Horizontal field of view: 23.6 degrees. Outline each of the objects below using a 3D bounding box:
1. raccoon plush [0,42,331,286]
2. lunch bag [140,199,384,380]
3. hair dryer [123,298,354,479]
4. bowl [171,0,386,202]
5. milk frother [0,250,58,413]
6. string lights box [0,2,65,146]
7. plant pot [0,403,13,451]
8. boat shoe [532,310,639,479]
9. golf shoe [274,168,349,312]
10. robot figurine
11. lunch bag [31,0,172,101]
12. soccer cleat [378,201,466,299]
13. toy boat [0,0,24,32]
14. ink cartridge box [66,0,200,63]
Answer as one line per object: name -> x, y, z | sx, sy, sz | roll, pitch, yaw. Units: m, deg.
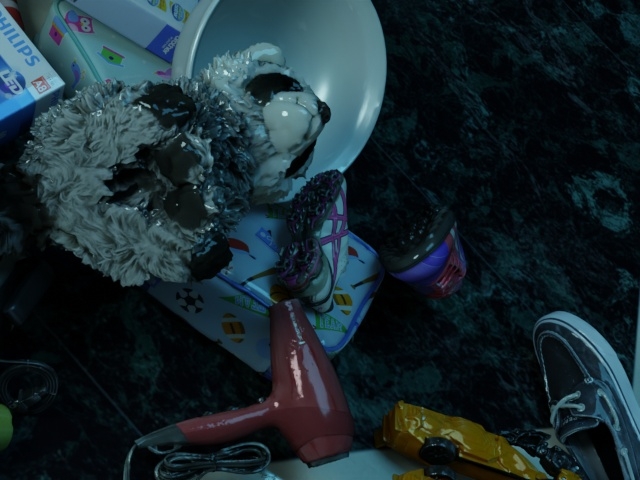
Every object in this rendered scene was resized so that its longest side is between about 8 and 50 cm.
raccoon plush -> -0.211, -0.113, 1.659 | 0.446, 0.216, 0.299 | 8, 25, 17
lunch bag -> -0.072, 0.028, 1.876 | 0.303, 0.115, 0.243 | 37, 39, -5
hair dryer -> -0.068, 0.197, 1.690 | 0.223, 0.080, 0.293 | 29, 66, -16
bowl -> -0.073, -0.203, 1.854 | 0.298, 0.298, 0.134 | -4, 15, -39
milk frother -> -0.334, 0.096, 1.650 | 0.135, 0.129, 0.143 | -65, 146, -47
string lights box -> -0.433, -0.147, 1.721 | 0.260, 0.077, 0.133 | -35, 79, -26
plant pot -> -0.360, 0.191, 1.560 | 0.079, 0.083, 0.083 | 10, 49, -47
boat shoe -> 0.353, 0.234, 2.028 | 0.102, 0.108, 0.301 | -10, 70, -43
golf shoe -> 0.000, 0.000, 1.814 | 0.086, 0.067, 0.186 | 48, 44, -38
robot figurine -> 0.205, 0.308, 1.863 | 0.291, 0.085, 0.211 | 23, 45, -18
lunch bag -> -0.220, -0.228, 1.982 | 0.279, 0.108, 0.224 | -12, 58, -44
soccer cleat -> 0.144, 0.026, 1.953 | 0.116, 0.108, 0.318 | 58, 5, -3
toy boat -> -0.434, -0.327, 1.875 | 0.151, 0.151, 0.231 | 3, 54, -34
ink cartridge box -> -0.253, -0.341, 1.909 | 0.311, 0.065, 0.186 | 28, 38, -25
